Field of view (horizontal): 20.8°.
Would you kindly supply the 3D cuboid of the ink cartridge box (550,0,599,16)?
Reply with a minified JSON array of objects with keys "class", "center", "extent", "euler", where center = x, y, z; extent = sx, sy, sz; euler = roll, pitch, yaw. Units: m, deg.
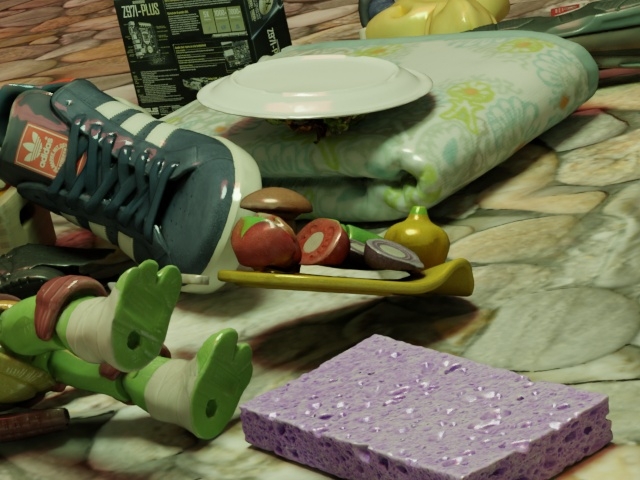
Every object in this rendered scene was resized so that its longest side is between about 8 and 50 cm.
[{"class":"ink cartridge box","center":[0.312,-0.221,1.828],"extent":[0.135,0.056,0.099],"euler":[-10,17,9]}]

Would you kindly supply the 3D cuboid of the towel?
[{"class":"towel","center":[0.027,-0.103,1.613],"extent":[0.374,0.090,0.320],"euler":[1,25,35]}]

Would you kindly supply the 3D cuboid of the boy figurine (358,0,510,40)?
[{"class":"boy figurine","center":[0.139,-0.245,1.967],"extent":[0.177,0.092,0.285],"euler":[-16,19,-13]}]

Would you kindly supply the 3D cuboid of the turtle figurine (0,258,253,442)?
[{"class":"turtle figurine","center":[-0.167,0.023,1.163],"extent":[0.266,0.197,0.275],"euler":[9,30,39]}]

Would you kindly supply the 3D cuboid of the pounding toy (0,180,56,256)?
[{"class":"pounding toy","center":[-0.305,-0.018,1.537],"extent":[0.130,0.100,0.141],"euler":[-9,18,12]}]

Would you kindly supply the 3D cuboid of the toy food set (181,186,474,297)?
[{"class":"toy food set","center":[0.000,0.000,1.210],"extent":[0.218,0.071,0.128],"euler":[4,-1,-10]}]

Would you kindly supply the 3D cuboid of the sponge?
[{"class":"sponge","center":[0.057,0.105,1.023],"extent":[0.117,0.031,0.210],"euler":[-24,21,-33]}]

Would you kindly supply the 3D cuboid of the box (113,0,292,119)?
[{"class":"box","center":[-0.127,-0.219,1.968],"extent":[0.180,0.147,0.077],"euler":[-1,21,33]}]

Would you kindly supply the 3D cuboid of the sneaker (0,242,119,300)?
[{"class":"sneaker","center":[-0.255,0.036,1.428],"extent":[0.170,0.051,0.089],"euler":[-5,18,8]}]

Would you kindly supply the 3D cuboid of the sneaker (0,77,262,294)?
[{"class":"sneaker","center":[-0.175,-0.054,1.407],"extent":[0.148,0.131,0.350],"euler":[19,3,-32]}]

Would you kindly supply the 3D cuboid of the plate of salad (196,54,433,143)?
[{"class":"plate of salad","center":[-0.004,-0.119,1.476],"extent":[0.200,0.048,0.200],"euler":[-2,19,1]}]

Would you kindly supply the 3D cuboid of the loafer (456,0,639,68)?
[{"class":"loafer","center":[0.227,-0.180,1.733],"extent":[0.268,0.084,0.096],"euler":[-11,17,15]}]
